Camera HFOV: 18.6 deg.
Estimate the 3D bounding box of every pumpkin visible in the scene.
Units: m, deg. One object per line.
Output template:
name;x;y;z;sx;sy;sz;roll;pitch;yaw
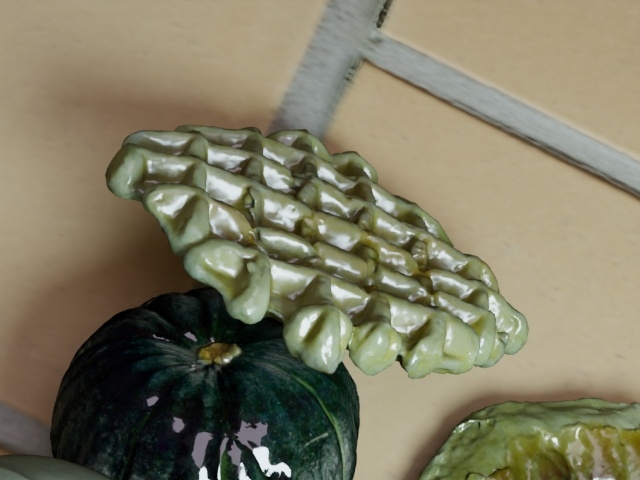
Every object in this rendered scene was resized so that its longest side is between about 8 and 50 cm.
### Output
pumpkin;-0.080;0.133;1.364;0.220;0.162;0.220;7;33;-5

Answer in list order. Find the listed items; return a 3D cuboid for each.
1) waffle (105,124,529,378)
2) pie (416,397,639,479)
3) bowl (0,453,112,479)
waffle;0.000;0.000;1.424;0.292;0.056;0.309;43;27;28
pie;0.194;0.247;1.462;0.306;0.071;0.306;7;64;-14
bowl;-0.172;0.268;1.237;0.307;0.307;0.163;51;39;8
